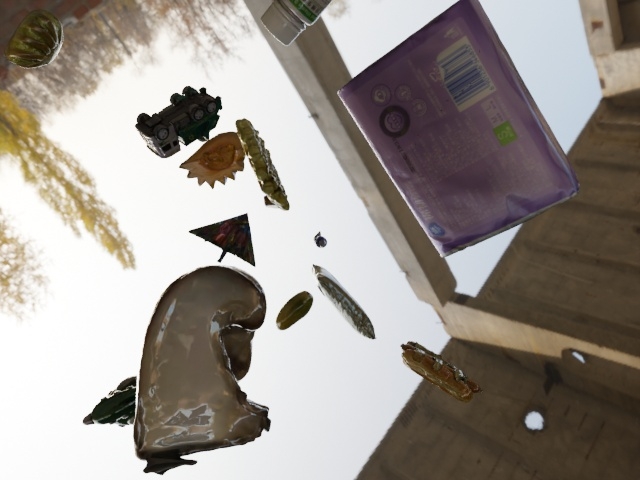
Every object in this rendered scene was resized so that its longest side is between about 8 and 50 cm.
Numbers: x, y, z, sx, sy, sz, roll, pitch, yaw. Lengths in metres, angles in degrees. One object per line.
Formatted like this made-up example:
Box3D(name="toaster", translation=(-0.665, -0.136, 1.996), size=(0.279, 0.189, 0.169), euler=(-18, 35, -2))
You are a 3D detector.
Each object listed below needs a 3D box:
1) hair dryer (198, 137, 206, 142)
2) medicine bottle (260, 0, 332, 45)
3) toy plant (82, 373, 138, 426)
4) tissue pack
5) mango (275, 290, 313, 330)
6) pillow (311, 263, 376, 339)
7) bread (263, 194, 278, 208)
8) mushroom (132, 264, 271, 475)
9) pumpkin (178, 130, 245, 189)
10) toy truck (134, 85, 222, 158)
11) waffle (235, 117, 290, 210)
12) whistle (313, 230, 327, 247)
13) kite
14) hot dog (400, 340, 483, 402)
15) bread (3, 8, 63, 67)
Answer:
Box3D(name="hair dryer", translation=(-0.448, -0.343, 1.598), size=(0.182, 0.044, 0.155), euler=(-22, -127, -9))
Box3D(name="medicine bottle", translation=(-0.058, -0.698, 1.504), size=(0.237, 0.139, 0.139), euler=(-41, -151, 21))
Box3D(name="toy plant", translation=(-0.416, 0.366, 1.205), size=(0.243, 0.113, 0.232), euler=(-23, 168, -13))
Box3D(name="tissue pack", translation=(0.225, -0.173, 0.833), size=(0.242, 0.339, 0.160), euler=(-28, -169, 31))
Box3D(name="mango", translation=(-0.104, 0.278, 2.028), size=(0.085, 0.122, 0.191), euler=(40, -100, 15))
Box3D(name="pillow", translation=(0.077, 0.211, 1.763), size=(0.075, 0.302, 0.185), euler=(-41, -167, 2))
Box3D(name="bread", translation=(-0.158, -0.143, 1.801), size=(0.084, 0.085, 0.053), euler=(-6, -98, 36))
Box3D(name="mushroom", translation=(-0.230, 0.200, 0.982), size=(0.224, 0.314, 0.397), euler=(-2, 180, -14))
Box3D(name="pumpkin", translation=(-0.350, -0.285, 1.821), size=(0.253, 0.131, 0.149), euler=(-15, -139, 16))
Box3D(name="toy truck", translation=(-0.349, -0.294, 1.309), size=(0.216, 0.116, 0.110), euler=(-40, -125, -23))
Box3D(name="waffle", translation=(-0.152, -0.200, 1.374), size=(0.056, 0.261, 0.250), euler=(-26, -106, 6))
Box3D(name="whistle", translation=(0.000, 0.000, 1.221), size=(0.083, 0.029, 0.033), euler=(-134, -116, -70))
Box3D(name="kite", translation=(-0.355, -0.014, 2.050), size=(0.234, 0.321, 0.016), euler=(-57, -151, 4))
Box3D(name="hot dog", translation=(0.347, 0.381, 1.509), size=(0.072, 0.269, 0.109), euler=(-61, 175, 15))
Box3D(name="bread", translation=(-0.608, -0.446, 1.112), size=(0.094, 0.082, 0.157), euler=(-56, -161, 37))
